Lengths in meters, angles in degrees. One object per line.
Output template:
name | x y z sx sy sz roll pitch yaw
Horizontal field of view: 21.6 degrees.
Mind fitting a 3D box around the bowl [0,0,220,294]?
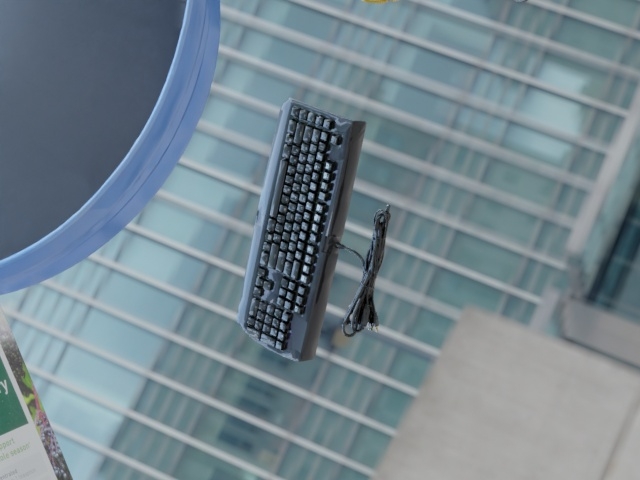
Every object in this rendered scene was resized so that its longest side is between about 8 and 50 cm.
bowl | -0.250 -0.141 1.239 0.391 0.391 0.077 -66 -29 -7

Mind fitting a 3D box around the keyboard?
keyboard | 0.000 0.000 2.070 0.033 0.202 0.317 -15 -59 -58

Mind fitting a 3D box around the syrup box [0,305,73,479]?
syrup box | -0.231 0.141 1.064 0.093 0.096 0.236 -21 -91 -58

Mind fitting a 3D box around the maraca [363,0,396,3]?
maraca | 0.083 -0.317 1.856 0.186 0.127 0.099 -23 -58 -40
